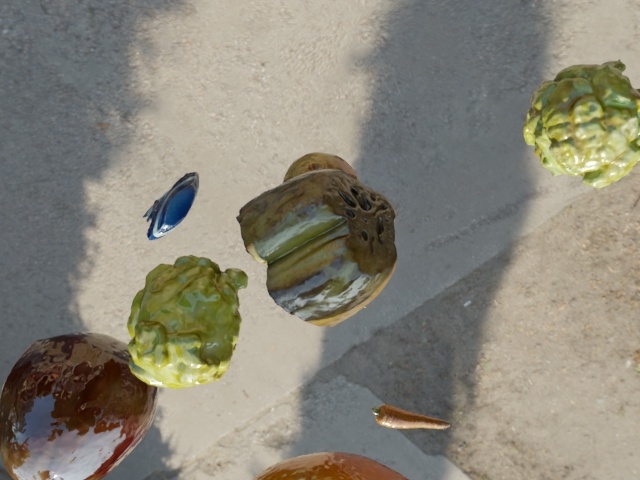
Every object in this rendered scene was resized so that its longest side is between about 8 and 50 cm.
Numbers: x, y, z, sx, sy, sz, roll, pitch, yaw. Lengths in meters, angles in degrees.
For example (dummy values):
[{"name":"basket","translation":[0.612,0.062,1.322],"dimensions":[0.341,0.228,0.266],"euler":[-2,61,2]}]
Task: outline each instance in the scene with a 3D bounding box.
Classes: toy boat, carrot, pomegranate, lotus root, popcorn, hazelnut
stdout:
[{"name":"toy boat","translation":[-0.435,-0.076,1.240],"dimensions":[0.292,0.210,0.070],"euler":[-24,127,38]},{"name":"carrot","translation":[0.262,0.514,1.276],"dimensions":[0.257,0.061,0.061],"euler":[18,116,-14]},{"name":"pomegranate","translation":[0.002,-0.126,1.208],"dimensions":[0.216,0.215,0.215],"euler":[2,116,3]},{"name":"lotus root","translation":[0.000,0.000,0.883],"dimensions":[0.316,0.316,0.250],"euler":[44,124,-16]},{"name":"popcorn","translation":[-0.258,0.160,0.886],"dimensions":[0.242,0.250,0.235],"euler":[-8,140,36]},{"name":"hazelnut","translation":[-0.615,0.441,1.161],"dimensions":[0.353,0.420,0.420],"euler":[7,116,-12]},{"name":"popcorn","translation":[0.653,-0.295,1.127],"dimensions":[0.274,0.279,0.335],"euler":[-45,63,42]}]

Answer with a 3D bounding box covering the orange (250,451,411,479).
[{"name":"orange","translation":[0.003,0.492,0.596],"dimensions":[0.424,0.424,0.326],"euler":[-25,112,15]}]
